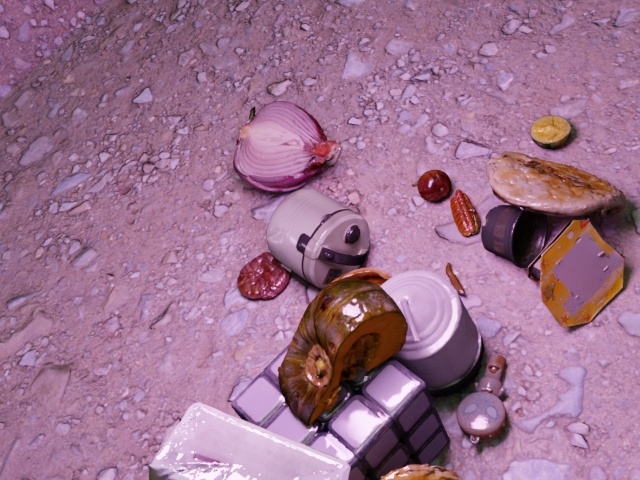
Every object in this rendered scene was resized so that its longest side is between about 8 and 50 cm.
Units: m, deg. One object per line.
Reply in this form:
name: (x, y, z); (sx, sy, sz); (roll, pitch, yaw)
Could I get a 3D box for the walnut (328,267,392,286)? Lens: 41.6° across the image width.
walnut: (0.103, 0.157, 2.053); (0.211, 0.087, 0.167); (-10, 59, 17)

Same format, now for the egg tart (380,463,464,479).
egg tart: (0.173, 0.564, 1.656); (0.295, 0.295, 0.116); (-39, 19, -8)

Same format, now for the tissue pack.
tissue pack: (-0.132, 0.539, 1.536); (0.332, 0.405, 0.205); (17, 34, 15)

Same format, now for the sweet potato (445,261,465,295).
sweet potato: (0.325, 0.097, 2.052); (0.026, 0.026, 0.115); (-25, 45, 3)

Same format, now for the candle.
candle: (0.224, 0.192, 1.826); (0.221, 0.342, 0.221); (-11, 57, 17)

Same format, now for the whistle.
whistle: (0.362, 0.348, 1.837); (0.107, 0.057, 0.220); (6, 54, 25)

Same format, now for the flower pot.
flower pot: (0.457, -0.020, 2.013); (0.107, 0.157, 0.157); (15, 62, 42)

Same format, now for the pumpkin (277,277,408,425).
pumpkin: (0.049, 0.210, 1.655); (0.139, 0.190, 0.280); (43, 121, 37)

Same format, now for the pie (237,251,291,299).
pie: (-0.149, 0.095, 2.231); (0.154, 0.036, 0.154); (-11, 53, 15)

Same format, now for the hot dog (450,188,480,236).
hot dog: (0.367, -0.072, 2.149); (0.062, 0.038, 0.144); (-18, 51, 8)

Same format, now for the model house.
model house: (0.558, 0.072, 1.932); (0.219, 0.207, 0.136); (-49, 16, -4)

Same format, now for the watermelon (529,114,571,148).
watermelon: (0.600, -0.275, 2.190); (0.105, 0.062, 0.105); (-11, 45, 11)

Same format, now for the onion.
onion: (-0.069, -0.235, 2.361); (0.349, 0.159, 0.267); (21, 77, 33)

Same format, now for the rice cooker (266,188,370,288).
rice cooker: (0.000, 0.000, 2.133); (0.244, 0.226, 0.226); (29, 70, 37)

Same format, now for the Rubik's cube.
Rubik's cube: (0.049, 0.383, 1.771); (0.304, 0.305, 0.301); (-44, 52, -12)

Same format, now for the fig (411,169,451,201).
fig: (0.287, -0.150, 2.222); (0.089, 0.089, 0.125); (-39, 29, -9)

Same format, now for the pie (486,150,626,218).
pie: (0.551, -0.129, 1.978); (0.339, 0.077, 0.339); (8, 24, -4)
